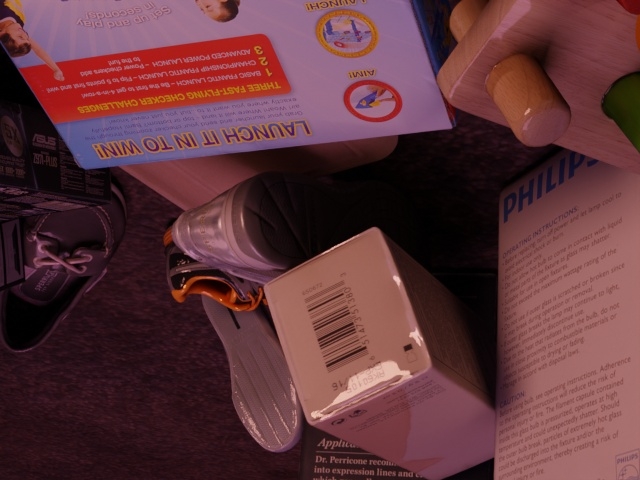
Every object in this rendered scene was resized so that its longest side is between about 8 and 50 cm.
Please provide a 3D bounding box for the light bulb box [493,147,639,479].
[{"bbox_3d":[0.361,0.116,1.150,0.358,0.361,0.225,17,152,-23],"label":"light bulb box"}]

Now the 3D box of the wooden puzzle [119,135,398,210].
[{"bbox_3d":[-0.083,-0.112,1.144,0.239,0.044,0.221,-19,144,31],"label":"wooden puzzle"}]

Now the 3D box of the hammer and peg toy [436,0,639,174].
[{"bbox_3d":[0.197,-0.168,0.761,0.361,0.127,0.266,16,124,-34],"label":"hammer and peg toy"}]

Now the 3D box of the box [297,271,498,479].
[{"bbox_3d":[0.102,0.271,1.460,0.212,0.395,0.293,1,152,10],"label":"box"}]

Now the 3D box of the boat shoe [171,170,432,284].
[{"bbox_3d":[-0.001,0.002,1.220,0.103,0.118,0.320,-11,169,36],"label":"boat shoe"}]

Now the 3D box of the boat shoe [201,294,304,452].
[{"bbox_3d":[-0.063,0.137,1.447,0.083,0.226,0.076,-28,154,16],"label":"boat shoe"}]

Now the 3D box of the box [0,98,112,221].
[{"bbox_3d":[-0.302,-0.069,1.155,0.147,0.077,0.180,-8,173,25],"label":"box"}]

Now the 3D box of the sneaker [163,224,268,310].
[{"bbox_3d":[-0.069,0.040,1.386,0.215,0.083,0.084,8,151,-7],"label":"sneaker"}]

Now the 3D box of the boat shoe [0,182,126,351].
[{"bbox_3d":[-0.291,0.033,1.396,0.112,0.095,0.335,15,151,-18],"label":"boat shoe"}]

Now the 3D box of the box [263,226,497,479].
[{"bbox_3d":[0.083,0.119,1.187,0.121,0.148,0.311,-28,150,14],"label":"box"}]

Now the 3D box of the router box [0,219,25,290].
[{"bbox_3d":[-0.493,0.025,1.263,0.309,0.081,0.243,2,-168,20],"label":"router box"}]

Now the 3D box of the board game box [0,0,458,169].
[{"bbox_3d":[-0.085,-0.193,0.864,0.308,0.086,0.302,-4,140,19],"label":"board game box"}]
